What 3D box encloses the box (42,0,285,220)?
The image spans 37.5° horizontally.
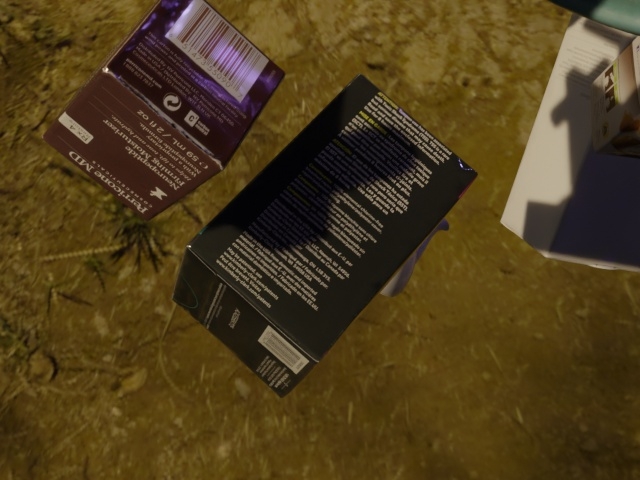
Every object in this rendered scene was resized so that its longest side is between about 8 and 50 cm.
[{"bbox_3d":[-0.183,-0.158,1.102,0.168,0.167,0.203,40,145,-18],"label":"box"}]

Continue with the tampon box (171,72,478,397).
[{"bbox_3d":[0.000,0.000,0.602,0.101,0.120,0.161,42,68,4],"label":"tampon box"}]

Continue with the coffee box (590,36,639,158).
[{"bbox_3d":[0.418,-0.177,1.046,0.141,0.246,0.098,5,72,-7],"label":"coffee box"}]

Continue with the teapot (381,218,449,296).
[{"bbox_3d":[0.055,-0.031,1.568,0.252,0.256,0.187,22,88,21],"label":"teapot"}]

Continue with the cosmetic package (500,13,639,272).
[{"bbox_3d":[0.435,-0.158,1.351,0.217,0.156,0.385,10,111,-23],"label":"cosmetic package"}]

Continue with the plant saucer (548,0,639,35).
[{"bbox_3d":[0.096,-0.166,0.298,0.317,0.317,0.043,42,75,-15],"label":"plant saucer"}]
